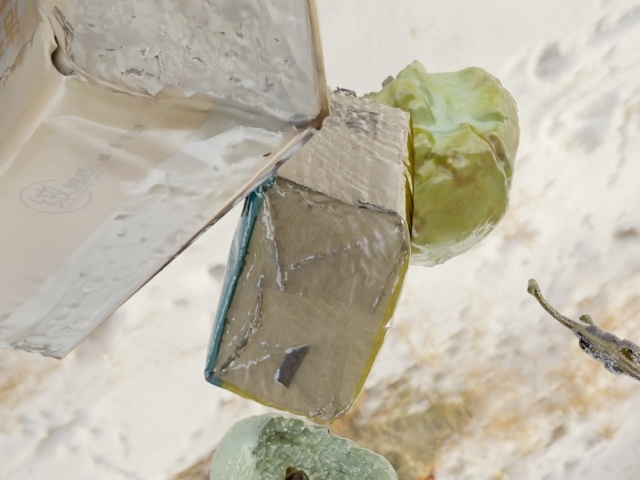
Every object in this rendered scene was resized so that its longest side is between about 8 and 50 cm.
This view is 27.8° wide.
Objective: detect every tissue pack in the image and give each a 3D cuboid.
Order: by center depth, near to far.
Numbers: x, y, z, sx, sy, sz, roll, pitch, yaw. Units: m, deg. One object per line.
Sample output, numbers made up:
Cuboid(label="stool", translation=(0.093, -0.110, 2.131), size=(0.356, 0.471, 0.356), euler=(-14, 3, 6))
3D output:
Cuboid(label="tissue pack", translation=(-0.170, -0.092, 0.681), size=(0.238, 0.238, 0.305), euler=(-5, 159, -37))
Cuboid(label="tissue pack", translation=(0.000, 0.000, 1.063), size=(0.134, 0.271, 0.192), euler=(16, 114, -1))

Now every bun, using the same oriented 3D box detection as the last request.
Cuboid(label="bun", translation=(0.000, 0.242, 1.132), size=(0.126, 0.212, 0.204), euler=(-16, 165, -37))

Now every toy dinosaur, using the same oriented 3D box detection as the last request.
Cuboid(label="toy dinosaur", translation=(0.234, 0.091, 1.019), size=(0.037, 0.180, 0.058), euler=(-59, 169, 18))

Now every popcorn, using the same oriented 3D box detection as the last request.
Cuboid(label="popcorn", translation=(0.111, -0.076, 1.312), size=(0.221, 0.184, 0.204), euler=(-52, 168, -50))
